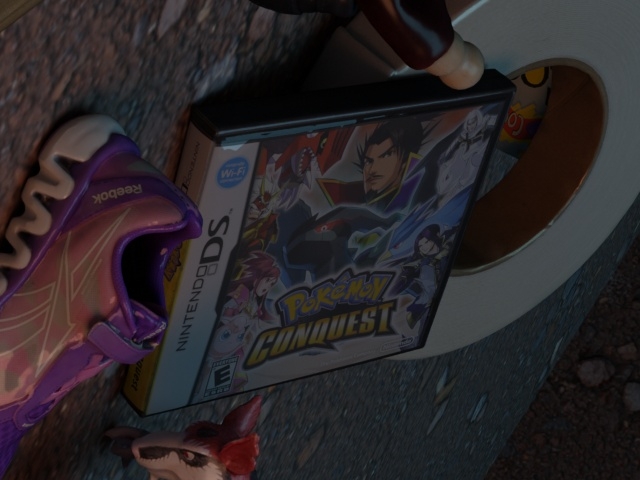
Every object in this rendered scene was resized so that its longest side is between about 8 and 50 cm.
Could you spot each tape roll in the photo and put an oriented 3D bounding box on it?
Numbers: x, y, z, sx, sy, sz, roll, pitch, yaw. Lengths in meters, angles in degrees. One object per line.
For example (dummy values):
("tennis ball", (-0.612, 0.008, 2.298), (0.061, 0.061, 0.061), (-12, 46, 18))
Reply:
("tape roll", (0.131, -0.075, 1.492), (0.392, 0.072, 0.392), (-27, 140, -24))

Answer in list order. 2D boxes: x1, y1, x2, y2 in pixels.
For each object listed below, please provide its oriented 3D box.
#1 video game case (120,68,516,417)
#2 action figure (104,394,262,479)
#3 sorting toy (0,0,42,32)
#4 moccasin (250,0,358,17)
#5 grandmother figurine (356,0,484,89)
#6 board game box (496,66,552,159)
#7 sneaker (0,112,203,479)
("video game case", (0.000, 0.000, 1.348), (0.275, 0.035, 0.248), (-11, 131, -37))
("action figure", (-0.113, 0.261, 1.247), (0.248, 0.276, 0.370), (-27, 155, -53))
("sorting toy", (-0.126, -0.162, 0.821), (0.307, 0.041, 0.229), (-47, 178, -42))
("moccasin", (0.057, -0.233, 1.204), (0.342, 0.117, 0.137), (-50, 159, -35))
("grandmother figurine", (0.068, -0.189, 1.048), (0.342, 0.104, 0.207), (-9, 94, -46))
("board game box", (0.215, -0.222, 1.646), (0.142, 0.144, 0.275), (-39, 151, -51))
("sneaker", (-0.145, 0.049, 1.067), (0.236, 0.104, 0.095), (-62, 165, 3))
